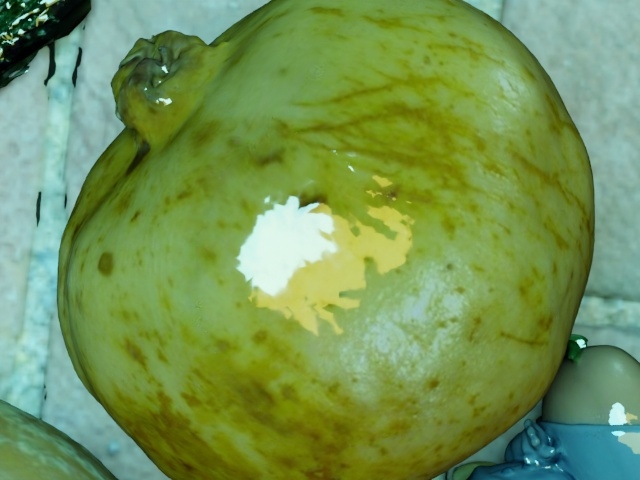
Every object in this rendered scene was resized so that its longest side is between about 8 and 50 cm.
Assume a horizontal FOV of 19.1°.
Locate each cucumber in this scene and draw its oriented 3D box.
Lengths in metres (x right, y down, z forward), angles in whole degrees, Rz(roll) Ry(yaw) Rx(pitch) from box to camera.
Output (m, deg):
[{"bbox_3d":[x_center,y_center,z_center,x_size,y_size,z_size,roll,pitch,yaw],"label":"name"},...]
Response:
[{"bbox_3d":[-0.216,-0.048,0.903,0.256,0.043,0.044,-39,91,-2],"label":"cucumber"}]

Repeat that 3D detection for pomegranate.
[{"bbox_3d":[0.000,0.000,0.839,0.248,0.248,0.248,0,93,-6],"label":"pomegranate"}]

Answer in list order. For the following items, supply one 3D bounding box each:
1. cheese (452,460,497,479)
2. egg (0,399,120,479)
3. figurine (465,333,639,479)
[{"bbox_3d":[0.069,0.148,0.944,0.044,0.030,0.083,34,76,-13],"label":"cheese"},{"bbox_3d":[-0.153,0.181,0.844,0.203,0.203,0.245,-22,84,-4],"label":"egg"},{"bbox_3d":[0.112,0.103,0.899,0.178,0.114,0.145,-18,78,-7],"label":"figurine"}]
